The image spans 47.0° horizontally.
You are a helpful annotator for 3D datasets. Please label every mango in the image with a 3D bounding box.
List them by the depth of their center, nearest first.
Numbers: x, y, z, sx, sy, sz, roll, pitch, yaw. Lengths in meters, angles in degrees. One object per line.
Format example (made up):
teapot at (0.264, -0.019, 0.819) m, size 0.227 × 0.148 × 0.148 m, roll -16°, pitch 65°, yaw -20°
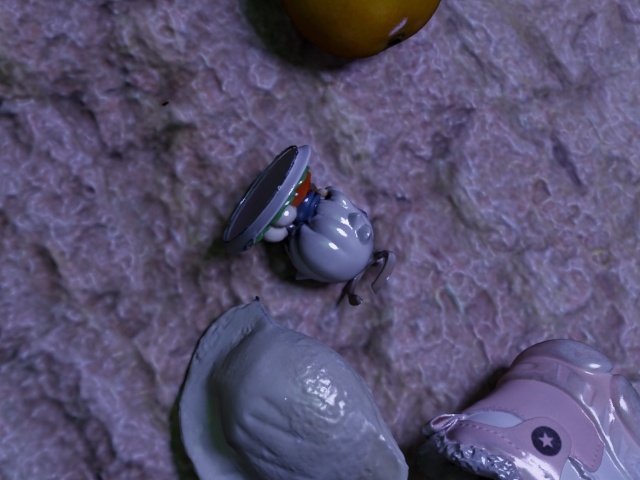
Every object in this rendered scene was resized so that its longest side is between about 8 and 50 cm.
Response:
mango at (0.051, -0.307, 0.771) m, size 0.175 × 0.139 × 0.254 m, roll 19°, pitch 68°, yaw -13°

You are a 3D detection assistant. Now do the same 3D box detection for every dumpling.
dumpling at (-0.034, 0.167, 0.657) m, size 0.216 × 0.126 × 0.166 m, roll 42°, pitch 89°, yaw -3°

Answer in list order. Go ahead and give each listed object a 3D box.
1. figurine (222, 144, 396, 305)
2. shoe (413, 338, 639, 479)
figurine at (0.000, 0.000, 0.711) m, size 0.154 × 0.132 × 0.132 m, roll 36°, pitch 73°, yaw -16°
shoe at (0.222, 0.277, 0.649) m, size 0.198 × 0.172 × 0.351 m, roll -19°, pitch 69°, yaw -25°
